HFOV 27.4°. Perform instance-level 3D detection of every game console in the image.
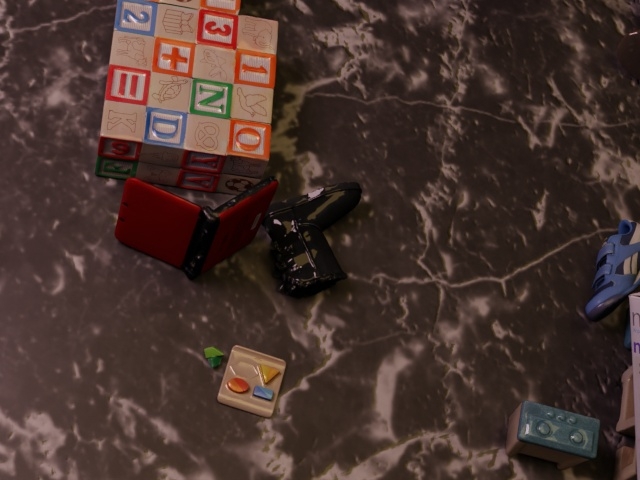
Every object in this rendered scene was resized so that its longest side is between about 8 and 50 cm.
[{"bbox_3d":[-0.123,-0.029,1.286,0.124,0.144,0.085,-33,78,-25],"label":"game console"}]

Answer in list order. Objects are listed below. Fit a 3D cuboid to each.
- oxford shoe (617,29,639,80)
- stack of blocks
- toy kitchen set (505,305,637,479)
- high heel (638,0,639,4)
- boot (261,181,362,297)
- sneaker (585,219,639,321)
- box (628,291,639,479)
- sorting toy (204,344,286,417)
[{"bbox_3d":[0.453,-0.213,1.570,0.212,0.076,0.076,13,33,-6],"label":"oxford shoe"},{"bbox_3d":[-0.136,-0.206,1.397,0.171,0.087,0.297,7,64,-11],"label":"stack of blocks"},{"bbox_3d":[0.290,0.126,1.329,0.166,0.122,0.207,16,63,-6],"label":"toy kitchen set"},{"bbox_3d":[0.382,-0.398,1.608,0.261,0.093,0.186,46,57,-1],"label":"high heel"},{"bbox_3d":[0.000,0.000,1.360,0.121,0.045,0.099,-17,68,-13],"label":"boot"},{"bbox_3d":[0.319,0.032,1.421,0.059,0.053,0.144,41,55,6],"label":"sneaker"},{"bbox_3d":[0.437,0.144,1.271,0.262,0.127,0.231,-12,101,-32],"label":"box"},{"bbox_3d":[-0.079,0.134,1.295,0.083,0.012,0.062,19,63,-5],"label":"sorting toy"}]
